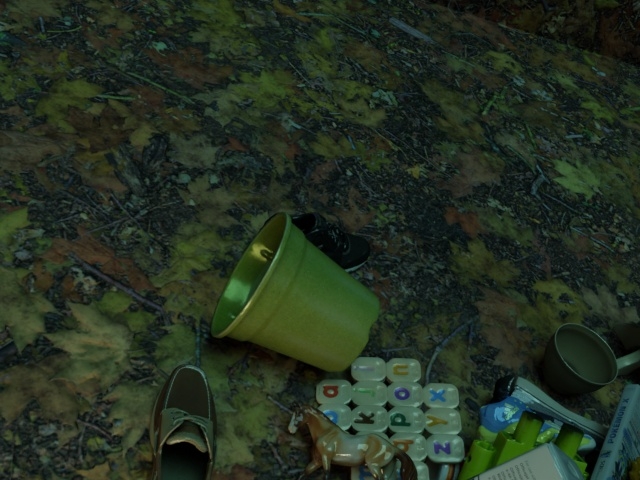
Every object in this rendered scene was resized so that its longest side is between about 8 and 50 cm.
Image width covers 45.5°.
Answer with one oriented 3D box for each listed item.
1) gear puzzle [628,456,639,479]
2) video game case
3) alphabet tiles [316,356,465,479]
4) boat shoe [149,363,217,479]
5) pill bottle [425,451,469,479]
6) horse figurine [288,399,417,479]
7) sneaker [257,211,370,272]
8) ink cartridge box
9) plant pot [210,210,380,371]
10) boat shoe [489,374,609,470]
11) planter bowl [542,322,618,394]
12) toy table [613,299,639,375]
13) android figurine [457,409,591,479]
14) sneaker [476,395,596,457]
[{"bbox_3d":[0.656,0.550,1.446,0.175,0.044,0.338,-39,109,-45],"label":"gear puzzle"},{"bbox_3d":[0.632,0.503,1.494,0.300,0.036,0.329,-45,113,-44],"label":"video game case"},{"bbox_3d":[0.129,0.345,1.457,0.278,0.021,0.284,1,46,1],"label":"alphabet tiles"},{"bbox_3d":[-0.220,0.339,1.265,0.123,0.116,0.324,12,46,-18],"label":"boat shoe"},{"bbox_3d":[0.281,0.448,1.453,0.152,0.086,0.086,17,44,-13],"label":"pill bottle"},{"bbox_3d":[0.058,0.393,1.351,0.264,0.066,0.174,8,51,11],"label":"horse figurine"},{"bbox_3d":[0.000,0.000,1.697,0.284,0.124,0.107,2,50,-27],"label":"sneaker"},{"bbox_3d":[0.280,0.462,1.228,0.223,0.308,0.129,40,24,-52],"label":"ink cartridge box"},{"bbox_3d":[-0.034,0.123,1.489,0.254,0.276,0.276,31,42,-15],"label":"plant pot"},{"bbox_3d":[0.487,0.433,1.570,0.341,0.127,0.158,30,54,7],"label":"boat shoe"},{"bbox_3d":[0.577,0.286,1.747,0.162,0.109,0.162,16,44,-16],"label":"planter bowl"},{"bbox_3d":[0.832,0.276,1.856,0.252,0.160,0.274,11,45,-19],"label":"toy table"},{"bbox_3d":[0.372,0.450,1.393,0.248,0.272,0.056,17,9,-11],"label":"android figurine"},{"bbox_3d":[0.412,0.356,1.473,0.240,0.091,0.126,5,53,-15],"label":"sneaker"}]
